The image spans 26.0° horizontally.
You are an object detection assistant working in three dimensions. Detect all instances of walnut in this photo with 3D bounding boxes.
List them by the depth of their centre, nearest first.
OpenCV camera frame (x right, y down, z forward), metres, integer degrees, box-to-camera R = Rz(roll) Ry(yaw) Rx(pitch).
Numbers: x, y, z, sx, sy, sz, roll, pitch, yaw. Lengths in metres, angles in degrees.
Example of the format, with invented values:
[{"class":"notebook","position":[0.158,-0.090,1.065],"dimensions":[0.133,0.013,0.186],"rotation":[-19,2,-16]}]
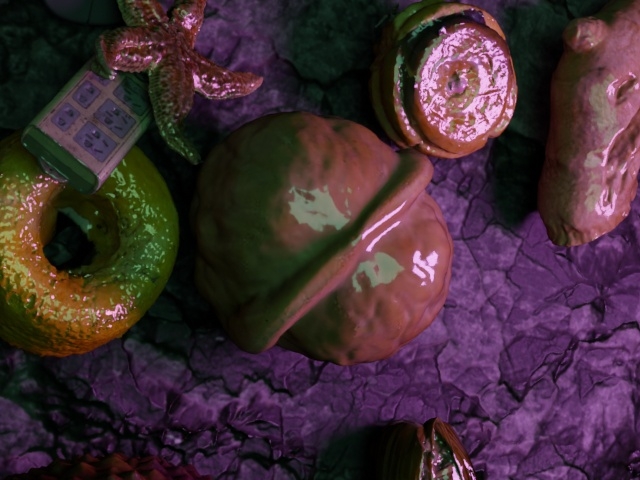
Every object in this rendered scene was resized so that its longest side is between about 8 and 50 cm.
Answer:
[{"class":"walnut","position":[0.000,0.000,1.459],"dimensions":[0.296,0.285,0.285],"rotation":[47,72,-10]}]

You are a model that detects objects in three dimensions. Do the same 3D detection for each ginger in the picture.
[{"class":"ginger","position":[0.346,-0.155,1.689],"dimensions":[0.190,0.126,0.354],"rotation":[25,76,-43]}]

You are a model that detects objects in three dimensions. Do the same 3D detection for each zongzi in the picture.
[{"class":"zongzi","position":[0.066,0.369,1.558],"dimensions":[0.288,0.134,0.286],"rotation":[-21,91,-16]}]

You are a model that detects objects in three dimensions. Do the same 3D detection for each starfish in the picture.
[{"class":"starfish","position":[-0.152,-0.202,1.449],"dimensions":[0.236,0.062,0.277],"rotation":[-7,71,-48]}]

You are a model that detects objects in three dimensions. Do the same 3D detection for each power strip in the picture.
[{"class":"power strip","position":[-0.213,-0.145,1.424],"dimensions":[0.092,0.034,0.268],"rotation":[40,39,-9]}]

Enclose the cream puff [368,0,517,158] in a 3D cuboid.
[{"class":"cream puff","position":[0.131,-0.188,1.593],"dimensions":[0.189,0.129,0.189],"rotation":[-4,100,-26]}]

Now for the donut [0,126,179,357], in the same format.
[{"class":"donut","position":[-0.260,-0.007,1.429],"dimensions":[0.253,0.118,0.253],"rotation":[10,71,-30]}]

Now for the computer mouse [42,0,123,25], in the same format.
[{"class":"computer mouse","position":[-0.240,-0.345,1.469],"dimensions":[0.120,0.057,0.232],"rotation":[6,86,-23]}]

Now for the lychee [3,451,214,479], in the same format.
[{"class":"lychee","position":[-0.203,0.342,1.339],"dimensions":[0.330,0.306,0.306],"rotation":[29,77,-14]}]
